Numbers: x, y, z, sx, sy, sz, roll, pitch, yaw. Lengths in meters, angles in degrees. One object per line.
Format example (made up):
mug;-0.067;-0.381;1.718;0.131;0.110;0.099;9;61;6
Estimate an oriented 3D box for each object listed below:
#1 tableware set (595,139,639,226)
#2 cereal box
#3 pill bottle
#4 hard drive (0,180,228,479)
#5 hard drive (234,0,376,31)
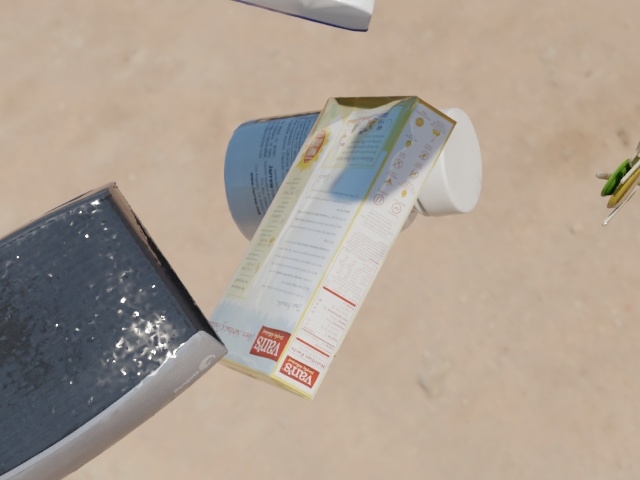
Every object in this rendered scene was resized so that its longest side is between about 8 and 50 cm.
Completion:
tableware set;0.257;-0.083;1.400;0.024;0.154;0.104;38;65;16
cereal box;0.000;0.000;1.396;0.240;0.047;0.173;-62;23;-7
pill bottle;0.033;-0.067;1.745;0.229;0.131;0.131;-5;49;27
hard drive;-0.212;0.084;1.256;0.255;0.172;0.054;-33;-9;-7
hard drive;-0.032;-0.321;1.317;0.040;0.210;0.318;107;177;-68
